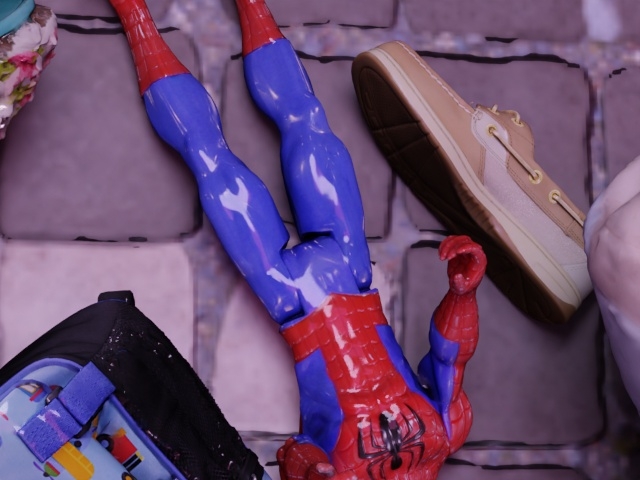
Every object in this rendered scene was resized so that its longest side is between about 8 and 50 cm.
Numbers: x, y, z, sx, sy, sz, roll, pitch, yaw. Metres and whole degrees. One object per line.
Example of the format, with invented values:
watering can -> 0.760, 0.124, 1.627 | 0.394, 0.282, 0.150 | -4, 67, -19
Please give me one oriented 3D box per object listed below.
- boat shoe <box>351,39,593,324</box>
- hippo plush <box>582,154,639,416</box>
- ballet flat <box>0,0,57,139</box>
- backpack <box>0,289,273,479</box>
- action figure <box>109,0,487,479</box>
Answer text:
boat shoe -> 0.066, -0.029, 0.613 | 0.045, 0.050, 0.135 | -42, 101, -19
hippo plush -> 0.130, 0.117, 0.538 | 0.236, 0.294, 0.234 | -44, 69, 10
ballet flat -> -0.197, -0.011, 0.546 | 0.241, 0.091, 0.077 | -25, 117, -11
backpack -> -0.076, 0.130, 0.506 | 0.158, 0.117, 0.173 | -37, 98, 10
action figure -> 0.000, 0.000, 0.550 | 0.091, 0.139, 0.280 | -22, 88, -14
